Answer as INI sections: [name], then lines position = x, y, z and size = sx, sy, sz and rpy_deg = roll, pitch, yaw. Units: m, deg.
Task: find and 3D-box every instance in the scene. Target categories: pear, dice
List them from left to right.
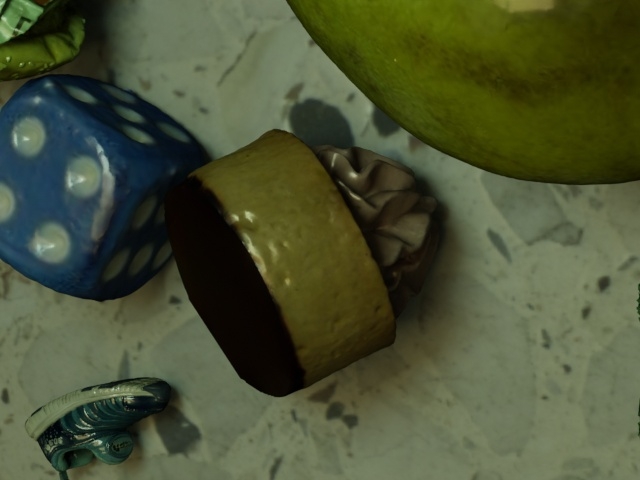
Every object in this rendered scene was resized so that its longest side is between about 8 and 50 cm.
[dice]
position = -0.188, -0.042, 1.565
size = 0.146, 0.143, 0.146
rpy_deg = 34, 109, 19
[pear]
position = 0.156, -0.208, 1.272
size = 0.413, 0.352, 0.352
rpy_deg = 32, 109, 23

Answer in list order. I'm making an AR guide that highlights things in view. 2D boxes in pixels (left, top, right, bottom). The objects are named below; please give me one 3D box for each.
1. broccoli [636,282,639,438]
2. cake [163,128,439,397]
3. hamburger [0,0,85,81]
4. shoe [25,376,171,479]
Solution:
[broccoli]
position = 0.349, 0.061, 1.245
size = 0.308, 0.275, 0.308
rpy_deg = -1, 79, 5
[cake]
position = 0.000, 0.000, 1.476
size = 0.207, 0.178, 0.185
rpy_deg = -4, 112, 64
[hamburger]
position = -0.261, -0.188, 1.570
size = 0.214, 0.235, 0.125
rpy_deg = 34, 129, 56
[shoe]
position = -0.183, 0.155, 1.631
size = 0.143, 0.064, 0.071
rpy_deg = -26, 83, 30
